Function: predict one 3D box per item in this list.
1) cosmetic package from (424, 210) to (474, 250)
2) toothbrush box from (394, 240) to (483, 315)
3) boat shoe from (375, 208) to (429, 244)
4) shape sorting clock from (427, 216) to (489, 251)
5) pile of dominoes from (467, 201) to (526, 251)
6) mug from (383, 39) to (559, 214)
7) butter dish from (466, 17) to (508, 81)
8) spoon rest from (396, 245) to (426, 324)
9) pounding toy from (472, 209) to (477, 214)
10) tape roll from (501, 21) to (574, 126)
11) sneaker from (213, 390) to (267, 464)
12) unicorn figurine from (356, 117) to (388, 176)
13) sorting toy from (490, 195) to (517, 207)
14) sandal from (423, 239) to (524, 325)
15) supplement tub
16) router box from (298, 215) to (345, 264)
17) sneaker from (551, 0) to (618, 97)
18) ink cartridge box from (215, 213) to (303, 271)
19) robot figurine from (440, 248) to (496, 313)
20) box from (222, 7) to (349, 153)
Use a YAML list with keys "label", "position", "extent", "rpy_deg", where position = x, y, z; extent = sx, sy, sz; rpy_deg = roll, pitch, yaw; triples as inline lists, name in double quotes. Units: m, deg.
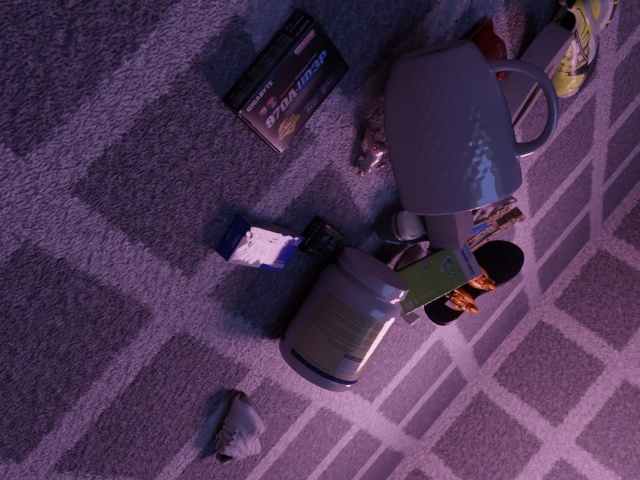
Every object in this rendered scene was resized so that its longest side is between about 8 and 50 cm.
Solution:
- label: "cosmetic package"
  position: [0.348, -0.103, 1.934]
  extent: [0.127, 0.107, 0.237]
  rpy_deg: [-51, 134, -41]
- label: "toothbrush box"
  position: [0.291, 0.119, 2.044]
  extent: [0.283, 0.122, 0.206]
  rpy_deg: [-23, 176, -21]
- label: "boat shoe"
  position: [0.257, -0.044, 2.007]
  extent: [0.099, 0.116, 0.319]
  rpy_deg: [-14, 177, 29]
- label: "shape sorting clock"
  position: [0.415, -0.021, 2.128]
  extent: [0.206, 0.040, 0.206]
  rpy_deg: [-23, 177, -1]
- label: "pile of dominoes"
  position: [0.585, -0.027, 2.424]
  extent: [0.251, 0.040, 0.196]
  rpy_deg: [-37, 154, 15]
- label: "mug"
  position: [0.320, -0.262, 1.522]
  extent: [0.276, 0.374, 0.327]
  rpy_deg: [-51, 130, -59]
- label: "butter dish"
  position: [0.406, -0.429, 1.724]
  extent: [0.160, 0.118, 0.160]
  rpy_deg: [-44, 149, -11]
- label: "spoon rest"
  position: [0.284, 0.139, 2.256]
  extent: [0.137, 0.084, 0.276]
  rpy_deg: [-28, 130, -37]
- label: "pounding toy"
  position: [0.437, -0.101, 2.161]
  extent: [0.181, 0.094, 0.206]
  rpy_deg: [-52, 150, 2]
- label: "tape roll"
  position: [0.537, -0.396, 1.881]
  extent: [0.392, 0.072, 0.392]
  rpy_deg: [-52, 168, -16]
- label: "sneaker"
  position: [-0.227, 0.534, 1.946]
  extent: [0.129, 0.111, 0.297]
  rpy_deg: [-24, 141, -30]
- label: "unicorn figurine"
  position: [0.129, -0.209, 1.644]
  extent: [0.111, 0.060, 0.161]
  rpy_deg: [-22, 138, -47]
- label: "sorting toy"
  position: [0.630, -0.141, 2.403]
  extent: [0.083, 0.075, 0.044]
  rpy_deg: [-39, 149, -22]
- label: "sandal"
  position: [0.552, 0.146, 2.575]
  extent: [0.446, 0.167, 0.107]
  rpy_deg: [-34, 172, -15]
- label: "supplement tub"
  position: [0.063, 0.205, 1.840]
  extent: [0.235, 0.235, 0.324]
  rpy_deg: [10, 115, -57]
- label: "router box"
  position: [0.000, 0.000, 1.723]
  extent: [0.092, 0.038, 0.122]
  rpy_deg: [-52, 151, 3]
- label: "sneaker"
  position: [0.708, -0.570, 2.005]
  extent: [0.147, 0.145, 0.384]
  rpy_deg: [-15, 141, -9]
- label: "ink cartridge box"
  position: [-0.130, 0.009, 1.545]
  extent: [0.097, 0.046, 0.207]
  rpy_deg: [-57, 151, 12]
- label: "robot figurine"
  position: [0.458, 0.134, 2.376]
  extent: [0.291, 0.085, 0.211]
  rpy_deg: [28, 100, -36]
- label: "box"
  position: [-0.058, -0.289, 1.303]
  extent: [0.220, 0.051, 0.175]
  rpy_deg: [-50, 151, 0]
